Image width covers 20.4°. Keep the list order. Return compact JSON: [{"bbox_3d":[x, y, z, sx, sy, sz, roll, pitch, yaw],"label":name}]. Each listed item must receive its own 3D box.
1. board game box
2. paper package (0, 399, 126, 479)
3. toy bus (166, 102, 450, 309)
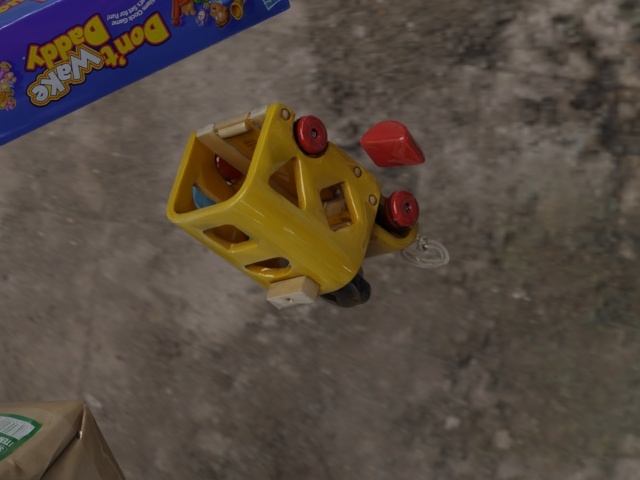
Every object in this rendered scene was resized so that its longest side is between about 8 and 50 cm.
[{"bbox_3d":[-0.227,-0.154,1.291,0.347,0.233,0.078,-27,117,-15],"label":"board game box"},{"bbox_3d":[-0.314,0.315,1.689,0.168,0.325,0.309,-41,115,-39],"label":"paper package"},{"bbox_3d":[-0.012,-0.005,1.252,0.202,0.191,0.104,13,61,6],"label":"toy bus"}]
